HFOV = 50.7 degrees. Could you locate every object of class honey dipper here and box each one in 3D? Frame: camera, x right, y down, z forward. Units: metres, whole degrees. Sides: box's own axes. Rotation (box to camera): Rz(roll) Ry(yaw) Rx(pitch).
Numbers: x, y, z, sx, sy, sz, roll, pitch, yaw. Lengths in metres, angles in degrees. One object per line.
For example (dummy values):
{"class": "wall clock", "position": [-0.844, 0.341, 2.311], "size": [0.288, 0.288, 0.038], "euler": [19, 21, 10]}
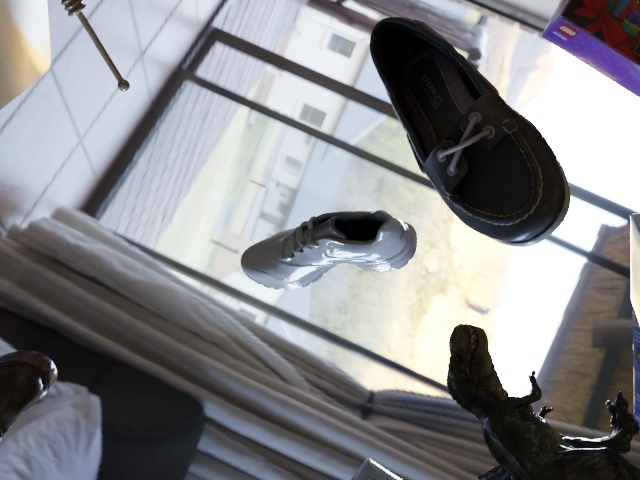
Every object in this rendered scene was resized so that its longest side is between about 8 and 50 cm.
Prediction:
{"class": "honey dipper", "position": [-0.319, -0.285, 0.962], "size": [0.161, 0.030, 0.030], "euler": [60, 35, -26]}

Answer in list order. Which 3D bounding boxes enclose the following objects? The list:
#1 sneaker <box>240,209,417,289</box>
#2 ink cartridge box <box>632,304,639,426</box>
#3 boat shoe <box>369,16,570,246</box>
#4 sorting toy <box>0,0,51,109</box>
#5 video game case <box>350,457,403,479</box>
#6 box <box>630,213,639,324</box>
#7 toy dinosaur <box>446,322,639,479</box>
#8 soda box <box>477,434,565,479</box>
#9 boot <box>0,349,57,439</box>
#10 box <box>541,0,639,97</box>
{"class": "sneaker", "position": [0.000, 0.000, 1.089], "size": [0.129, 0.297, 0.111], "euler": [46, 34, -59]}
{"class": "ink cartridge box", "position": [0.934, 0.344, 1.667], "size": [0.151, 0.270, 0.395], "euler": [-54, 142, -83]}
{"class": "boat shoe", "position": [0.124, -0.121, 0.669], "size": [0.112, 0.095, 0.335], "euler": [-47, -144, 24]}
{"class": "sorting toy", "position": [-0.286, -0.127, 0.390], "size": [0.255, 0.089, 0.257], "euler": [-53, -179, -28]}
{"class": "video game case", "position": [0.089, 0.411, 0.889], "size": [0.183, 0.201, 0.023], "euler": [-54, -170, 4]}
{"class": "box", "position": [0.435, 0.054, 0.813], "size": [0.170, 0.091, 0.130], "euler": [-62, 144, -62]}
{"class": "toy dinosaur", "position": [0.183, 0.157, 0.458], "size": [0.268, 0.118, 0.064], "euler": [-117, -163, -49]}
{"class": "soda box", "position": [0.371, 0.410, 1.210], "size": [0.169, 0.053, 0.060], "euler": [-41, 143, 23]}
{"class": "boot", "position": [-0.417, 0.201, 0.773], "size": [0.219, 0.082, 0.106], "euler": [-24, -158, 15]}
{"class": "box", "position": [0.419, -0.239, 0.740], "size": [0.201, 0.293, 0.057], "euler": [-60, -178, -8]}
